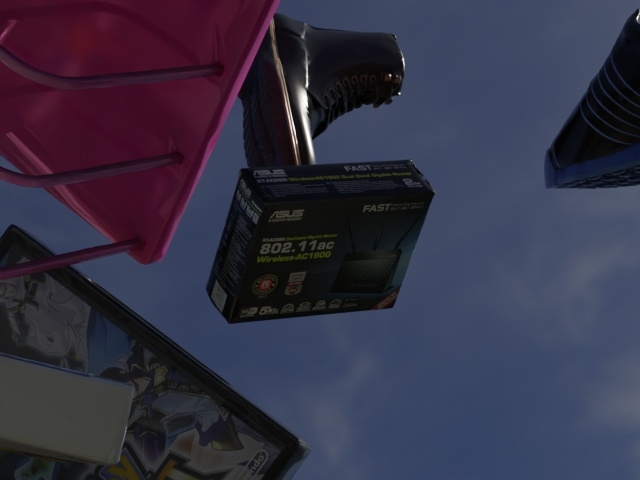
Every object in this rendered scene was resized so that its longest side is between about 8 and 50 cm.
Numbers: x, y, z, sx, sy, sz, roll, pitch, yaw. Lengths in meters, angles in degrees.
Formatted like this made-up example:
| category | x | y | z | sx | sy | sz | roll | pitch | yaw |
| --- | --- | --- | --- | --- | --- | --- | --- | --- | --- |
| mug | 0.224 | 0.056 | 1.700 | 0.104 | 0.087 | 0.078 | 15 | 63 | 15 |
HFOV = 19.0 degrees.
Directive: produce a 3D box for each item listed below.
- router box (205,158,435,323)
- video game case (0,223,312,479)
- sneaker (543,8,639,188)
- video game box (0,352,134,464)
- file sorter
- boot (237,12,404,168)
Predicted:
| category | x | y | z | sx | sy | sz | roll | pitch | yaw |
| --- | --- | --- | --- | --- | --- | --- | --- | --- | --- |
| router box | 0.000 | 0.000 | 1.155 | 0.122 | 0.038 | 0.092 | -5 | -51 | -30 |
| video game case | -0.180 | 0.167 | 1.175 | 0.275 | 0.248 | 0.035 | -55 | -24 | -1 |
| sneaker | 0.200 | -0.088 | 1.134 | 0.081 | 0.090 | 0.232 | -2 | -10 | -23 |
| video game box | -0.215 | 0.074 | 0.996 | 0.205 | 0.048 | 0.187 | 16 | -12 | -16 |
| file sorter | -0.169 | -0.146 | 1.171 | 0.182 | 0.202 | 0.290 | -15 | -43 | -57 |
| boot | 0.012 | -0.105 | 1.440 | 0.137 | 0.198 | 0.077 | 5 | -43 | -18 |
